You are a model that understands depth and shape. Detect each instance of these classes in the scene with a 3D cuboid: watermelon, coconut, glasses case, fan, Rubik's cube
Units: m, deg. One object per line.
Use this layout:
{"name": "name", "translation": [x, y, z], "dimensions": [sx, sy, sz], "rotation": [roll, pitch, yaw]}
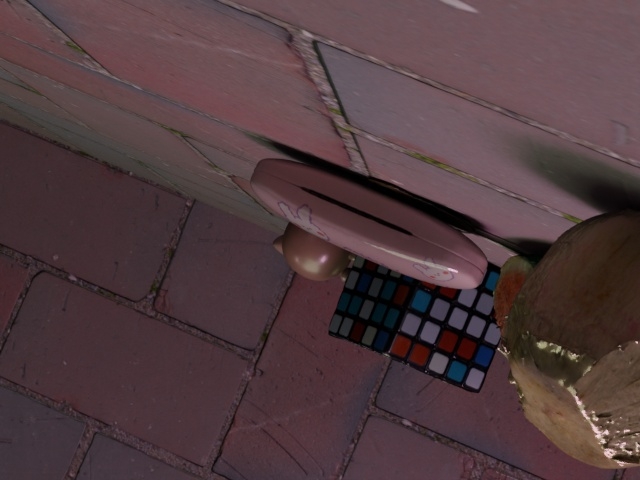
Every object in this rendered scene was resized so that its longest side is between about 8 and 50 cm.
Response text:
{"name": "watermelon", "translation": [0.288, 0.071, 1.446], "dimensions": [0.146, 0.128, 0.231], "rotation": [-4, -164, -8]}
{"name": "coconut", "translation": [0.233, 0.066, 0.972], "dimensions": [0.194, 0.194, 0.194], "rotation": [23, 177, 1]}
{"name": "glasses case", "translation": [0.054, -0.020, 1.504], "dimensions": [0.296, 0.075, 0.113], "rotation": [23, 173, 20]}
{"name": "fan", "translation": [0.155, -0.021, 1.504], "dimensions": [0.226, 0.008, 0.152], "rotation": [24, 176, 0]}
{"name": "Rubik's cube", "translation": [0.150, 0.096, 1.900], "dimensions": [0.184, 0.187, 0.182], "rotation": [22, 177, -28]}

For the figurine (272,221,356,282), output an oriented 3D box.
{"name": "figurine", "translation": [0.000, 0.000, 2.013], "dimensions": [0.138, 0.125, 0.125], "rotation": [33, 179, 12]}
